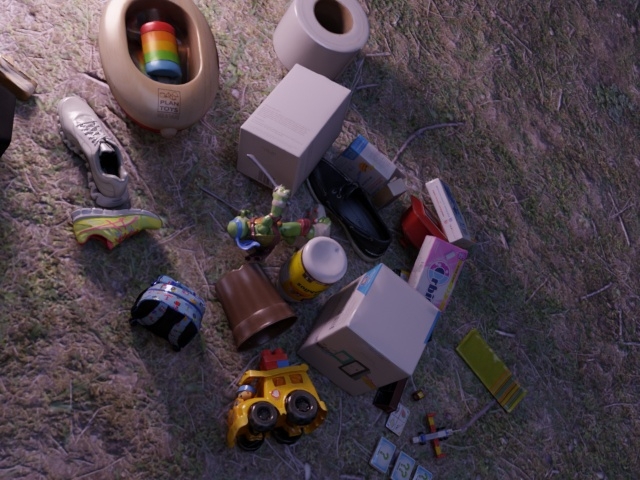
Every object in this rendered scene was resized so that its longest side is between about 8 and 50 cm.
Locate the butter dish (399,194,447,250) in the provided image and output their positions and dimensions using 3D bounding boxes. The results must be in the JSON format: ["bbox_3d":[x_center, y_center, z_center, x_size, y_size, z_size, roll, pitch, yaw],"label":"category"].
[{"bbox_3d":[0.276,-0.025,2.074,0.160,0.118,0.160,46,18,-16],"label":"butter dish"}]

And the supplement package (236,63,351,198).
[{"bbox_3d":[-0.069,-0.293,1.945,0.177,0.175,0.293,28,56,10],"label":"supplement package"}]

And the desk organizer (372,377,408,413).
[{"bbox_3d":[0.185,0.375,1.885,0.050,0.047,0.130,32,57,-9],"label":"desk organizer"}]

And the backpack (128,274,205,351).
[{"bbox_3d":[-0.331,0.153,1.635,0.158,0.173,0.117,33,57,-10],"label":"backpack"}]

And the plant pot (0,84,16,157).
[{"bbox_3d":[-0.772,-0.260,1.593,0.166,0.188,0.188,14,61,-37],"label":"plant pot"}]

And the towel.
[{"bbox_3d":[0.483,0.366,2.061,0.237,0.021,0.102,50,55,1],"label":"towel"}]

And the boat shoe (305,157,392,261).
[{"bbox_3d":[0.082,-0.104,2.002,0.127,0.113,0.340,-26,82,-32],"label":"boat shoe"}]

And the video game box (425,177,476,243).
[{"bbox_3d":[0.382,-0.075,2.122,0.205,0.048,0.187,11,58,-66],"label":"video game box"}]

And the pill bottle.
[{"bbox_3d":[-0.030,0.080,1.800,0.117,0.215,0.117,11,63,-23],"label":"pill bottle"}]

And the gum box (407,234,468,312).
[{"bbox_3d":[0.306,0.094,1.965,0.107,0.062,0.189,23,88,-17],"label":"gum box"}]

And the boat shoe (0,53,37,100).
[{"bbox_3d":[-0.750,-0.409,1.736,0.170,0.063,0.059,44,52,-15],"label":"boat shoe"}]

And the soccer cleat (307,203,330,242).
[{"bbox_3d":[0.000,0.000,1.947,0.076,0.068,0.197,12,70,-28],"label":"soccer cleat"}]

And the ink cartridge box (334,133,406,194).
[{"bbox_3d":[0.142,-0.203,2.083,0.181,0.104,0.062,40,56,-6],"label":"ink cartridge box"}]

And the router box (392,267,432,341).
[{"bbox_3d":[0.244,0.180,2.002,0.133,0.046,0.179,17,62,-20],"label":"router box"}]

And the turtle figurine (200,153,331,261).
[{"bbox_3d":[-0.117,-0.078,1.829,0.266,0.198,0.275,14,38,-40],"label":"turtle figurine"}]

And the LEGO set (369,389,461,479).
[{"bbox_3d":[0.248,0.506,1.855,0.182,0.060,0.244,39,56,-12],"label":"LEGO set"}]

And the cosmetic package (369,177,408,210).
[{"bbox_3d":[0.191,-0.129,2.069,0.060,0.115,0.041,-24,81,-34],"label":"cosmetic package"}]

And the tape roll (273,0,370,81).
[{"bbox_3d":[0.002,-0.610,2.152,0.246,0.169,0.246,11,63,-23],"label":"tape roll"}]

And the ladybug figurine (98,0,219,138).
[{"bbox_3d":[-0.418,-0.453,1.864,0.304,0.162,0.450,4,66,-27],"label":"ladybug figurine"}]

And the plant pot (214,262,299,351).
[{"bbox_3d":[-0.161,0.153,1.742,0.166,0.167,0.165,-19,70,-33],"label":"plant pot"}]

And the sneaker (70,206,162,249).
[{"bbox_3d":[-0.473,-0.024,1.704,0.208,0.081,0.094,-1,76,-21],"label":"sneaker"}]

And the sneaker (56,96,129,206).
[{"bbox_3d":[-0.532,-0.227,1.734,0.110,0.118,0.292,-25,80,-32],"label":"sneaker"}]

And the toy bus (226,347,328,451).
[{"bbox_3d":[-0.120,0.356,1.685,0.220,0.149,0.212,-5,58,-27],"label":"toy bus"}]

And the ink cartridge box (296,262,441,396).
[{"bbox_3d":[0.113,0.225,1.778,0.197,0.270,0.198,39,56,-9],"label":"ink cartridge box"}]
